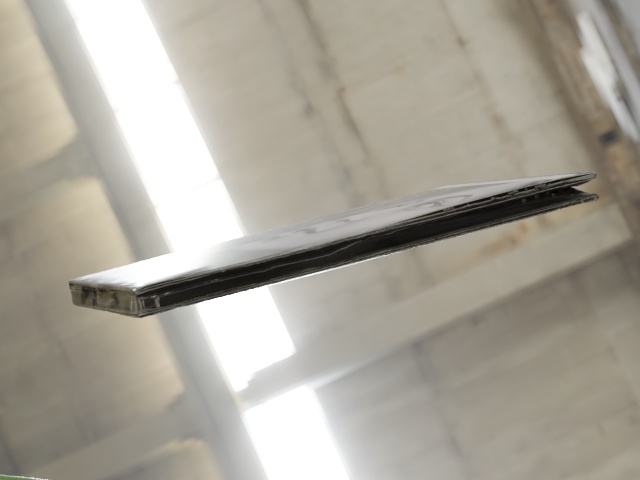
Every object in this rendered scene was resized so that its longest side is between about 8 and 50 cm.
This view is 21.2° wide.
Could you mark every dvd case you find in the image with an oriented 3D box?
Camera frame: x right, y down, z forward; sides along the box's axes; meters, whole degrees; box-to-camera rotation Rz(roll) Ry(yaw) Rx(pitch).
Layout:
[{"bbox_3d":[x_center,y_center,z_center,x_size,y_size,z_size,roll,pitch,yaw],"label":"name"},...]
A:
[{"bbox_3d":[0.000,0.000,0.819,0.164,0.221,0.018,179,78,-72],"label":"dvd case"}]

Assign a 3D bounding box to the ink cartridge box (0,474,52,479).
[{"bbox_3d":[-0.172,0.159,0.831,0.209,0.109,0.062,11,-122,-25],"label":"ink cartridge box"}]
